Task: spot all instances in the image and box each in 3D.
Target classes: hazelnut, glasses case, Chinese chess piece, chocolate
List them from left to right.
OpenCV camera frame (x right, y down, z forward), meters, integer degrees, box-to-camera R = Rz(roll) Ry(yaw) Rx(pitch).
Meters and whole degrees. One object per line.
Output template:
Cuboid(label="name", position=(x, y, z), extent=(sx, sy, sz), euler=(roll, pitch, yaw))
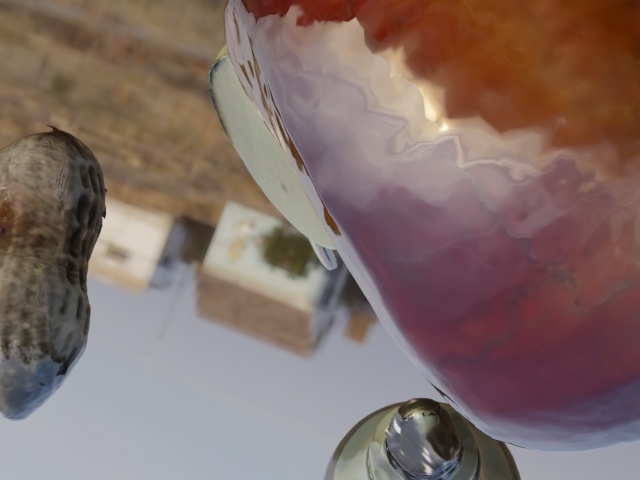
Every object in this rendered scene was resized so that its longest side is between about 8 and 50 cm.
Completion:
Cuboid(label="chocolate", position=(-0.225, 0.020, 1.430), extent=(0.110, 0.248, 0.110), euler=(0, 145, 0))
Cuboid(label="Chinese chess piece", position=(-0.004, -0.084, 1.407), extent=(0.188, 0.083, 0.188), euler=(46, 158, 25))
Cuboid(label="glasses case", position=(0.000, 0.000, 1.960), extent=(0.083, 0.021, 0.032), euler=(64, -177, -50))
Cuboid(label="hazelnut", position=(0.141, -0.084, 1.073), extent=(0.359, 0.359, 0.409), euler=(23, -141, -64))

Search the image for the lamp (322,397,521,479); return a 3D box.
Cuboid(label="lamp", position=(0.094, 0.224, 1.572), extent=(0.182, 0.182, 0.314), euler=(21, 172, -1))
